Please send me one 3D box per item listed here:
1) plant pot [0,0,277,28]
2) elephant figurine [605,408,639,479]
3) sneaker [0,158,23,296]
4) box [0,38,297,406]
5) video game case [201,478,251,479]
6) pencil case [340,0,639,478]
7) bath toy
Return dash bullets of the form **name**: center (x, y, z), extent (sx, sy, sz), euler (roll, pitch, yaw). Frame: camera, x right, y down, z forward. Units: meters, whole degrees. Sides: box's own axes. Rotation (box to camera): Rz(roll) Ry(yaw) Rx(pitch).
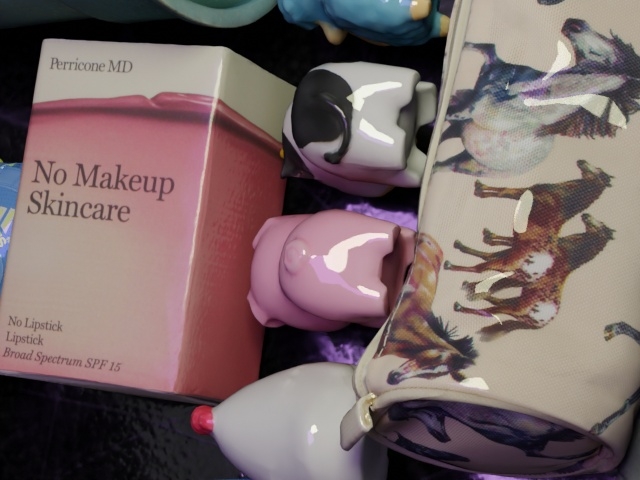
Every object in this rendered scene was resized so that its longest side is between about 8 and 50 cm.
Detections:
- **plant pot**: center (-0.228, -0.284, 1.248), extent (0.334, 0.341, 0.341), euler (-9, 77, 30)
- **elephant figurine**: center (0.297, 0.149, 1.039), extent (0.239, 0.186, 0.169), euler (15, 123, -1)
- **sneaker**: center (-0.239, 0.046, 1.303), extent (0.126, 0.091, 0.240), euler (-4, 78, 21)
- **box**: center (-0.117, -0.010, 1.243), extent (0.148, 0.127, 0.232), euler (5, 83, 24)
- **video game case**: center (-0.126, 0.225, 1.246), extent (0.166, 0.015, 0.119), euler (-4, 71, 15)
- **pencil case**: center (0.132, -0.056, 1.095), extent (0.183, 0.160, 0.410), euler (13, 75, 2)
- **bath toy**: center (0.000, 0.000, 1.173), extent (0.129, 0.151, 0.348), euler (6, 79, 17)
